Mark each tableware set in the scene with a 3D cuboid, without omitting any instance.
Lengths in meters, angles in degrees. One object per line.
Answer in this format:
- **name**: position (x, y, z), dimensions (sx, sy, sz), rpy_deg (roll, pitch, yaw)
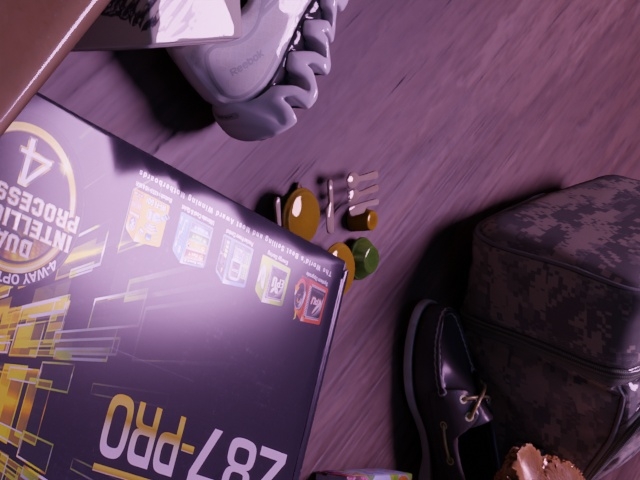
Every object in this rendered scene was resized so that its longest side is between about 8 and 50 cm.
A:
- **tableware set**: position (0.000, 0.000, 1.223), dimensions (0.154, 0.024, 0.104), rpy_deg (-19, 111, -52)

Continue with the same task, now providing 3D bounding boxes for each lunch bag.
- **lunch bag**: position (0.282, 0.096, 1.466), dimensions (0.305, 0.212, 0.256), rpy_deg (-22, 127, -50)

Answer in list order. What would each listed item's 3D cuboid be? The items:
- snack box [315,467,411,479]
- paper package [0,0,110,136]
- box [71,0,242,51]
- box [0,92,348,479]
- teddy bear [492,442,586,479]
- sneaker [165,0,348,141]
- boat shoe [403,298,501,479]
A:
- **snack box**: position (0.032, 0.268, 1.270), dimensions (0.100, 0.037, 0.141), rpy_deg (9, 85, -55)
- **paper package**: position (-0.242, -0.189, 0.701), dimensions (0.309, 0.168, 0.325), rpy_deg (45, 56, -24)
- **box**: position (-0.125, -0.261, 0.960), dimensions (0.094, 0.113, 0.275), rpy_deg (-15, 103, -51)
- **box**: position (-0.157, 0.100, 0.956), dimensions (0.395, 0.097, 0.318), rpy_deg (31, 70, -49)
- **teddy bear**: position (0.171, 0.346, 1.253), dimensions (0.245, 0.113, 0.338), rpy_deg (10, 60, -46)
- **sneaker**: position (-0.025, -0.222, 1.109), dimensions (0.118, 0.110, 0.292), rpy_deg (40, 61, -37)
- **boat shoe**: position (0.128, 0.163, 1.364), dimensions (0.081, 0.069, 0.228), rpy_deg (-26, 113, -49)
